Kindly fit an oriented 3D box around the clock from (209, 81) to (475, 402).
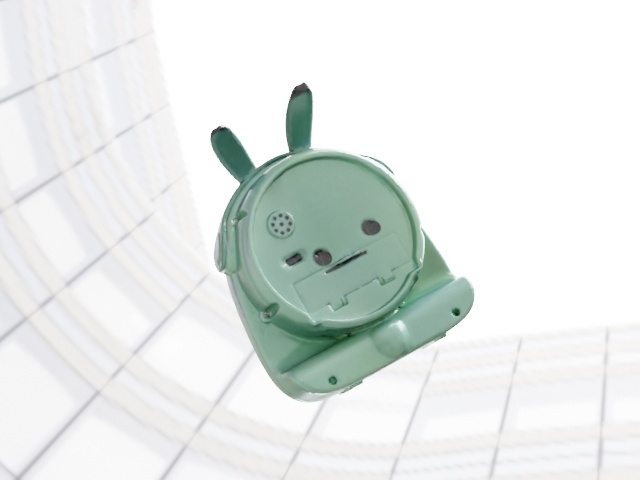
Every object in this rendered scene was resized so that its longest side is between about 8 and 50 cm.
[{"bbox_3d":[0.000,0.000,0.650,0.101,0.041,0.135,-29,-95,-18],"label":"clock"}]
